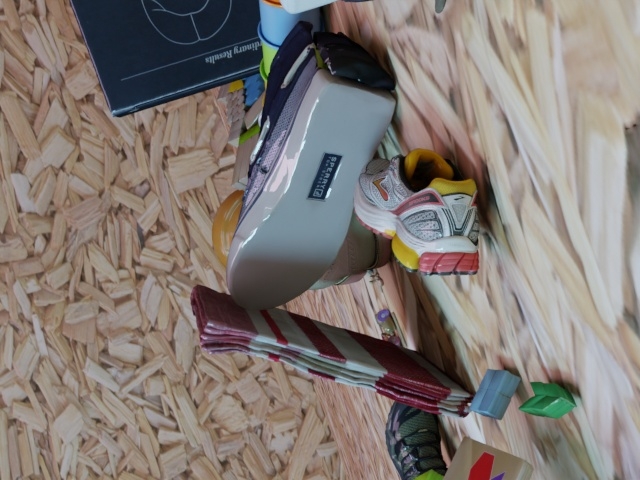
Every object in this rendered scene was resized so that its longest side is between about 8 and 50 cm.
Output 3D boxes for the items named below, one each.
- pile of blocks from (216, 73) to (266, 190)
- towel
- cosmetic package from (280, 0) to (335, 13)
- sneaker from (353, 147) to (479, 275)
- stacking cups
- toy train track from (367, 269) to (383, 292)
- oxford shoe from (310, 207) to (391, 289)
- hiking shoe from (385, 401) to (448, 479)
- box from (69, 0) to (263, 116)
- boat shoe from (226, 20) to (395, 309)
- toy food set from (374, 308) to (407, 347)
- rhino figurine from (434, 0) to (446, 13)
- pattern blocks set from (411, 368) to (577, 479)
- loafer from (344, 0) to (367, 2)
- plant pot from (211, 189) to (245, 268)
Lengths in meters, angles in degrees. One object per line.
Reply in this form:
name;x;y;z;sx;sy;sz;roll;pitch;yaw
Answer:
pile of blocks;-0.096;-0.222;1.433;0.112;0.149;0.362;24;-146;-35
towel;0.002;0.133;0.946;0.237;0.328;0.037;-148;77;-77
cosmetic package;0.043;-0.209;0.279;0.151;0.183;0.151;92;156;-67
sneaker;0.094;-0.044;0.716;0.225;0.088;0.093;-130;42;-65
stacking cups;-0.044;-0.281;0.931;0.316;0.096;0.096;83;165;-53
toy train track;0.077;0.054;1.182;0.083;0.014;0.048;-133;26;-70
oxford shoe;0.000;0.000;1.079;0.397;0.146;0.141;107;145;-69
hiking shoe;0.154;0.320;1.064;0.114;0.086;0.227;-8;87;63
box;-0.225;-0.410;1.109;0.212;0.293;0.396;-146;38;-76
boat shoe;-0.029;-0.086;0.896;0.341;0.127;0.158;-60;32;30
toy food set;0.104;0.147;1.197;0.122;0.019;0.078;116;133;-78
rhino figurine;0.043;-0.269;0.510;0.106;0.073;0.243;178;71;-77
pattern blocks set;0.115;0.261;0.650;0.026;0.325;0.285;29;178;-6
loafer;0.000;-0.335;0.607;0.095;0.109;0.303;29;148;47
plant pot;-0.091;-0.009;1.552;0.188;0.205;0.205;10;121;61
